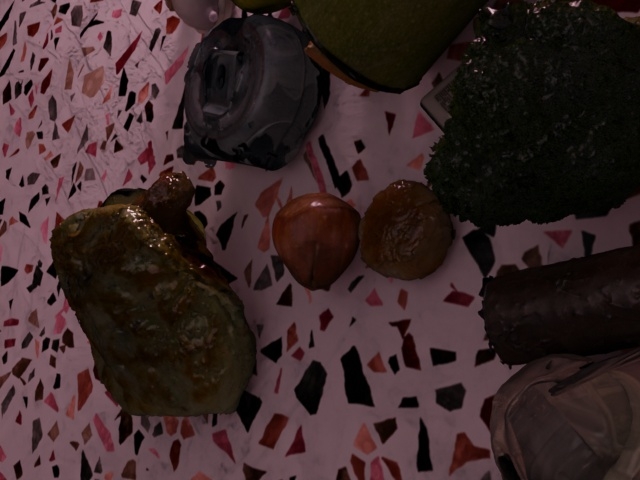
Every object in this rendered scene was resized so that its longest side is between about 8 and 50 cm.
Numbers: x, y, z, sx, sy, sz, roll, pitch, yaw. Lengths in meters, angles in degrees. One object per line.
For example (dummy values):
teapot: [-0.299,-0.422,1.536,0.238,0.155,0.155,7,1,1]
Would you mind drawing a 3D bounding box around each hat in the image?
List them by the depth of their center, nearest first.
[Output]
hat: [0.321,0.191,1.068,0.275,0.232,0.161,-32,26,20]

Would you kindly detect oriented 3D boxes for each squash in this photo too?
squash: [0.145,-0.421,1.293,0.384,0.263,0.263,-49,50,37]
squash: [-0.319,-0.040,1.817,0.192,0.184,0.085,-34,18,33]

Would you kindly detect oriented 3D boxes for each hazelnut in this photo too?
hazelnut: [0.000,0.000,1.465,0.150,0.150,0.150,-13,71,43]

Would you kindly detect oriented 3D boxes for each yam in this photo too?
yam: [0.321,0.076,1.124,0.280,0.131,0.131,-16,69,40]

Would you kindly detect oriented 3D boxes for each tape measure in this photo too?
tape measure: [-0.123,-0.250,1.638,0.256,0.147,0.275,13,91,46]

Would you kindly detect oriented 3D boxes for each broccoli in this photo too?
broccoli: [0.268,-0.153,1.117,0.304,0.321,0.283,-62,31,32]

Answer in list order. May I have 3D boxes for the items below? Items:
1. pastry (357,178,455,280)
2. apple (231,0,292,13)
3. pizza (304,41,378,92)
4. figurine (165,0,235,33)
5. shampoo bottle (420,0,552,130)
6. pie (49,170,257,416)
pastry: [0.121,-0.014,1.378,0.153,0.081,0.153,-19,65,45]
apple: [-0.092,-0.481,1.633,0.196,0.196,0.196,-13,71,43]
pizza: [0.047,-0.333,1.522,0.069,0.154,0.194,-42,30,54]
figurine: [-0.232,-0.484,1.830,0.237,0.141,0.162,44,140,39]
shampoo bottle: [0.269,-0.245,1.294,0.284,0.071,0.153,-49,51,23]
pie: [-0.304,0.127,1.673,0.395,0.180,0.418,-22,88,41]
